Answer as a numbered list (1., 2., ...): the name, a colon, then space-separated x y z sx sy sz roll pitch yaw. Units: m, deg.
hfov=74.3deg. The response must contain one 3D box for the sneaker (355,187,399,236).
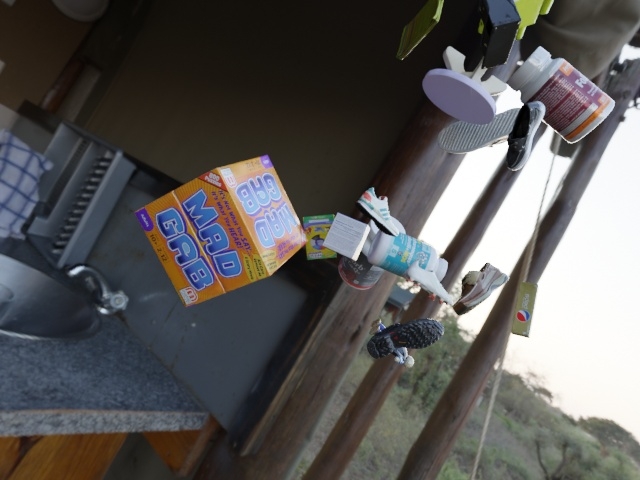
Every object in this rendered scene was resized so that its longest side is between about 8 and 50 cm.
1. sneaker: 0.170 -0.077 1.144 0.161 0.075 0.057 40 -9 -23

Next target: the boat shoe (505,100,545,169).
1. boat shoe: 0.642 -0.334 1.362 0.076 0.229 0.080 -6 40 -22

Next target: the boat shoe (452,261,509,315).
1. boat shoe: 0.591 0.177 1.613 0.324 0.123 0.120 -24 67 -41

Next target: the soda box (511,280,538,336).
1. soda box: 0.699 0.236 1.442 0.058 0.181 0.061 8 -15 32

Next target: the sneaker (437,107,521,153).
1. sneaker: 0.614 -0.405 1.600 0.321 0.126 0.127 -9 2 28

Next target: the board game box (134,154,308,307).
1. board game box: -0.319 -0.044 1.460 0.357 0.356 0.356 64 23 -8

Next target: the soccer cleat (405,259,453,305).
1. soccer cleat: 0.360 0.140 1.359 0.196 0.076 0.068 35 -12 -14

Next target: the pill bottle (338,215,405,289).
1. pill bottle: 0.239 0.055 1.984 0.210 0.210 0.363 30 -44 2

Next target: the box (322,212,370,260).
1. box: 0.097 -0.013 1.547 0.126 0.137 0.072 25 -2 22

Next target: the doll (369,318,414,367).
1. doll: 0.235 0.332 1.344 0.189 0.046 0.129 48 28 -10

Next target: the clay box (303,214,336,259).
1. clay box: 0.000 0.000 1.752 0.127 0.222 0.053 -5 37 0

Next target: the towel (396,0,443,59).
1. towel: 0.264 -0.579 1.130 0.021 0.102 0.237 12 -1 -11

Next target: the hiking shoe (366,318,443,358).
1. hiking shoe: 0.246 0.271 1.244 0.114 0.226 0.086 -49 121 -76

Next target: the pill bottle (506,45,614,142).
1. pill bottle: 1.014 -0.628 1.810 0.392 0.224 0.224 42 -3 4

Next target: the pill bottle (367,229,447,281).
1. pill bottle: 0.312 0.062 1.502 0.264 0.146 0.146 23 -3 -5

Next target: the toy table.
1. toy table: 0.506 -0.542 1.456 0.274 0.161 0.252 34 -16 -16

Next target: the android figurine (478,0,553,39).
1. android figurine: 0.629 -0.752 1.348 0.273 0.248 0.056 78 -7 -66

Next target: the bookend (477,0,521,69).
1. bookend: 0.469 -0.590 1.153 0.072 0.157 0.156 -11 -19 6
